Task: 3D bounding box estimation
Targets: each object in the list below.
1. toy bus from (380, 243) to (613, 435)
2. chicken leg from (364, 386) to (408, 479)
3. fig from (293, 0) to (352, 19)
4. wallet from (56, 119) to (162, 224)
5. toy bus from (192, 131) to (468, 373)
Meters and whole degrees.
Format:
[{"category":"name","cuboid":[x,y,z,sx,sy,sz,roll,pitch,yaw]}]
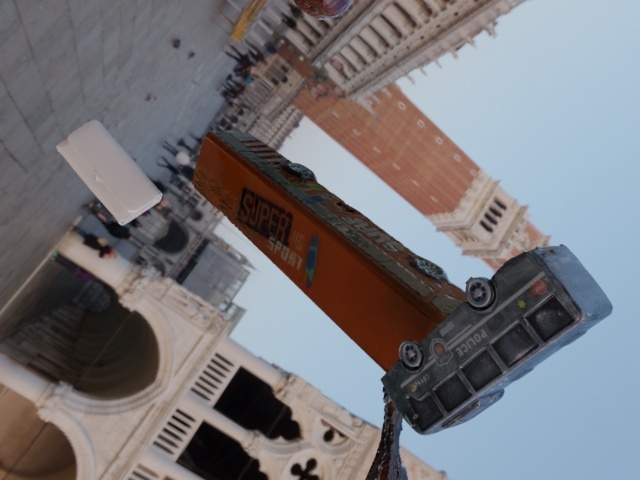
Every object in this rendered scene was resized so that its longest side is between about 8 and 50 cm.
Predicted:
[{"category":"toy bus","cuboid":[0.107,0.071,0.351,0.166,0.047,0.065,-55,-128,39]},{"category":"chicken leg","cuboid":[0.068,0.261,0.560,0.106,0.051,0.253,-57,155,-67]},{"category":"fig","cuboid":[0.014,-0.434,0.881,0.119,0.119,0.153,-30,-161,53]},{"category":"wallet","cuboid":[-0.247,-0.081,0.621,0.061,0.122,0.025,-40,177,-19]},{"category":"toy bus","cuboid":[0.000,0.000,0.576,0.409,0.092,0.093,39,-61,35]}]
